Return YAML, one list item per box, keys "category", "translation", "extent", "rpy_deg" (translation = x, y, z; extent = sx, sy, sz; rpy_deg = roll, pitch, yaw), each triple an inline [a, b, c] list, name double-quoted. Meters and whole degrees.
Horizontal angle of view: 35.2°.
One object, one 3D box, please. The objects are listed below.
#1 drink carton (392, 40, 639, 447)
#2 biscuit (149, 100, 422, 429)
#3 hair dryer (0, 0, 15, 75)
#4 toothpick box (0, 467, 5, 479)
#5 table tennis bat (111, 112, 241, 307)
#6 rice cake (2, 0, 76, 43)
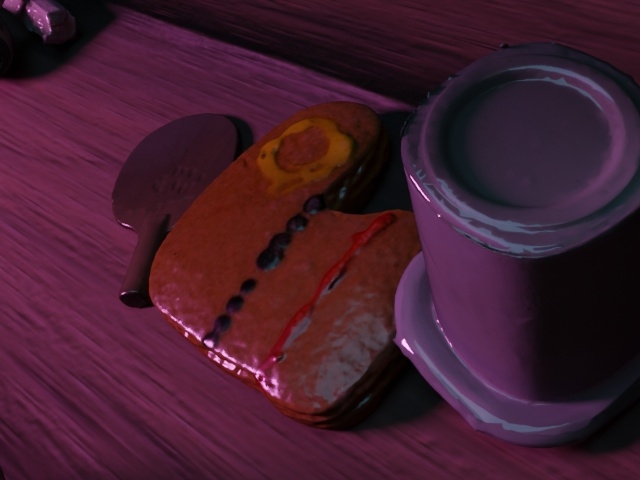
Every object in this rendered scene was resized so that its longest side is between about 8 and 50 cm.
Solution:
- category: "drink carton"
  translation: [0.137, 0.003, 0.627]
  extent: [0.191, 0.190, 0.185]
  rpy_deg: [-33, 59, -10]
- category: "biscuit"
  translation: [-0.001, -0.001, 0.817]
  extent: [0.262, 0.052, 0.277]
  rpy_deg: [-45, 46, -14]
- category: "hair dryer"
  translation: [-0.419, -0.305, 1.248]
  extent: [0.219, 0.088, 0.225]
  rpy_deg: [9, 87, 55]
- category: "toothpick box"
  translation: [-0.319, 0.237, 0.649]
  extent: [0.229, 0.229, 0.316]
  rpy_deg: [-22, 45, 9]
- category: "table tennis bat"
  translation: [-0.146, -0.036, 0.949]
  extent: [0.131, 0.022, 0.234]
  rpy_deg: [-6, 47, 21]
- category: "rice cake"
  translation: [-0.375, -0.312, 1.283]
  extent: [0.055, 0.049, 0.270]
  rpy_deg: [0, 29, -35]
